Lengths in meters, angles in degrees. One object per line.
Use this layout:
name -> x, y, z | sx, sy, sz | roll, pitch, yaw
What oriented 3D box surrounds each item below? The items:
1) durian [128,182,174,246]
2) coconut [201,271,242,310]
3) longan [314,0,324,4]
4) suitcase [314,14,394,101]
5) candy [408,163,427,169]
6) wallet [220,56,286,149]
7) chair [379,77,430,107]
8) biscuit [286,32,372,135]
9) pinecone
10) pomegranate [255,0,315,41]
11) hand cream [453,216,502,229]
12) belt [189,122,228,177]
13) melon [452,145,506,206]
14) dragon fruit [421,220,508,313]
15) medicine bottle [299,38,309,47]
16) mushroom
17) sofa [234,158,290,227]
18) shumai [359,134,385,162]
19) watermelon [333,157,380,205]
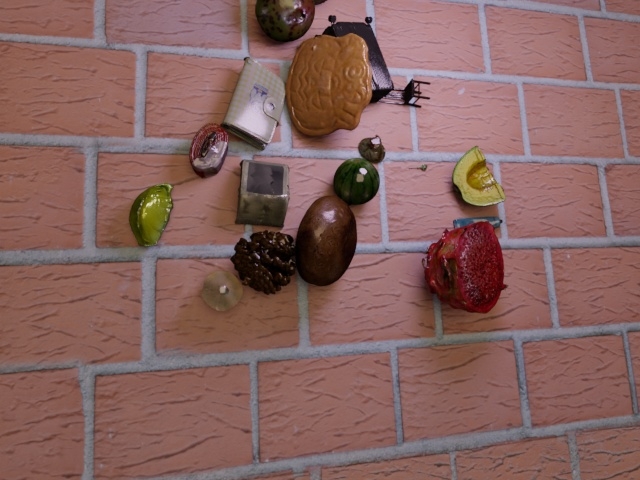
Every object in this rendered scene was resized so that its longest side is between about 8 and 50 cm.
durian -> -0.625, -0.101, 1.649 | 0.139, 0.101, 0.250 | 18, 75, -46
coconut -> -0.356, 0.184, 1.633 | 0.147, 0.152, 0.147 | 1, 83, -12
longan -> -0.014, -1.103, 1.912 | 0.189, 0.189, 0.189 | 2, 81, -12
suitcase -> 0.146, -0.743, 1.869 | 0.229, 0.152, 0.335 | -17, 85, -32
candy -> 0.427, -0.318, 1.962 | 0.083, 0.025, 0.023 | -9, 55, -5
wallet -> -0.253, -0.544, 1.790 | 0.223, 0.077, 0.310 | 24, 73, -25
chair -> 0.361, -0.646, 1.955 | 0.212, 0.101, 0.084 | 5, 80, -13
biscuit -> 0.026, -0.611, 1.773 | 0.364, 0.062, 0.386 | 5, 100, 24
pinecone -> -0.203, 0.073, 1.651 | 0.243, 0.257, 0.244 | 6, 118, 11
pomegranate -> -0.174, -0.956, 1.834 | 0.306, 0.242, 0.242 | 40, 74, 17
hand cream -> 0.695, -0.067, 1.973 | 0.224, 0.048, 0.083 | -8, 82, -8
belt -> -0.427, -0.348, 1.718 | 0.127, 0.124, 0.201 | 21, 77, -7
melon -> 0.664, -0.256, 1.959 | 0.169, 0.129, 0.265 | -28, 91, 7
dragon fruit -> 0.561, 0.103, 1.798 | 0.371, 0.249, 0.387 | 43, 60, -31
medicine bottle -> -0.016, -0.723, 1.901 | 0.094, 0.064, 0.261 | -13, 85, -20
mushroom -> 0.022, 0.004, 1.661 | 0.238, 0.345, 0.346 | -14, 82, 28
sofa -> -0.225, -0.188, 1.762 | 0.210, 0.176, 0.226 | 3, 52, -12
shumai -> 0.230, -0.395, 1.892 | 0.123, 0.087, 0.099 | 29, 75, -8
watermelon -> 0.145, -0.225, 1.799 | 0.187, 0.215, 0.188 | -1, 42, 1
